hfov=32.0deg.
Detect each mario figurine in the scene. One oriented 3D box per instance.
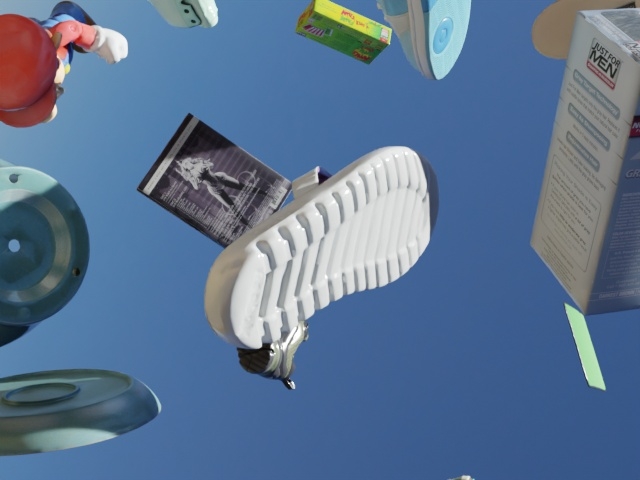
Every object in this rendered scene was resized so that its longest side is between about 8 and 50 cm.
[{"bbox_3d":[-0.385,-0.225,1.532,0.198,0.170,0.320,-55,-167,18],"label":"mario figurine"}]

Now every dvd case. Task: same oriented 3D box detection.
[{"bbox_3d":[-0.176,-0.090,1.899,0.165,0.221,0.018,-59,-171,-19],"label":"dvd case"}]

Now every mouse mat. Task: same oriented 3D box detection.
[{"bbox_3d":[0.467,0.189,1.970,0.007,0.189,0.153,-19,-107,18],"label":"mouse mat"}]

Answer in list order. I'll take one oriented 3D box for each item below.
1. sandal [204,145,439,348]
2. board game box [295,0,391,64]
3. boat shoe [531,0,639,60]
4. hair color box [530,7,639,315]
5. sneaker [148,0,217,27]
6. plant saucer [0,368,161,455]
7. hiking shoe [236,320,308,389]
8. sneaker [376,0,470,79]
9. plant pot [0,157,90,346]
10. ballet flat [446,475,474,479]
[{"bbox_3d":[0.001,-0.015,1.252,0.102,0.416,0.169,18,-64,31],"label":"sandal"},{"bbox_3d":[0.049,-0.444,2.369,0.092,0.181,0.043,-38,-143,56],"label":"board game box"},{"bbox_3d":[0.576,-0.410,2.103,0.340,0.158,0.127,-5,-94,48],"label":"boat shoe"},{"bbox_3d":[0.400,-0.105,1.519,0.185,0.113,0.375,-117,-155,-53],"label":"hair color box"},{"bbox_3d":[-0.171,-0.392,1.623,0.256,0.151,0.094,-9,-139,49],"label":"sneaker"},{"bbox_3d":[-0.377,0.224,1.516,0.317,0.317,0.044,-169,-106,-67],"label":"plant saucer"},{"bbox_3d":[-0.068,0.112,1.709,0.086,0.114,0.227,-11,-122,30],"label":"hiking shoe"},{"bbox_3d":[0.081,-0.366,1.498,0.208,0.319,0.127,19,-126,31],"label":"sneaker"},{"bbox_3d":[-0.418,0.016,1.347,0.255,0.271,0.272,-5,-120,49],"label":"plant pot"},{"bbox_3d":[0.236,0.442,1.797,0.052,0.168,0.057,-8,-151,18],"label":"ballet flat"}]
